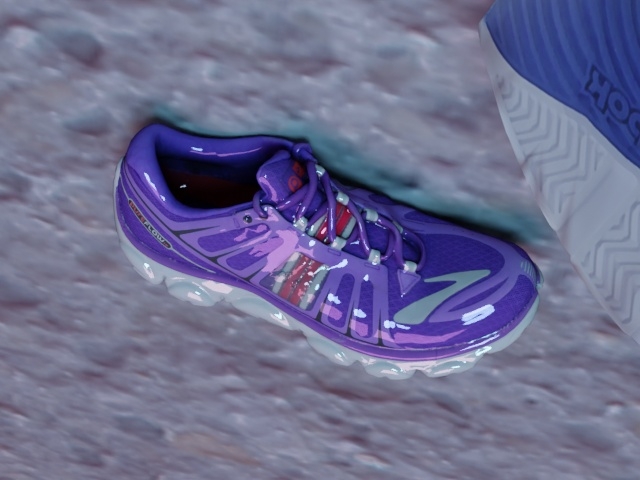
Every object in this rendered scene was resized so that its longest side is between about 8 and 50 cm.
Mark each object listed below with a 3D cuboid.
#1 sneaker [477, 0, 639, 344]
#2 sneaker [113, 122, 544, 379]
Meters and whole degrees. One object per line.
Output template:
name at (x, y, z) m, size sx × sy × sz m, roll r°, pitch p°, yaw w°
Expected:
sneaker at (0.203, -0.005, 0.505) m, size 0.315 × 0.182 × 0.127 m, roll 49°, pitch 145°, yaw 5°
sneaker at (0.000, 0.000, 0.671) m, size 0.170 × 0.068 × 0.071 m, roll 14°, pitch 143°, yaw 8°
